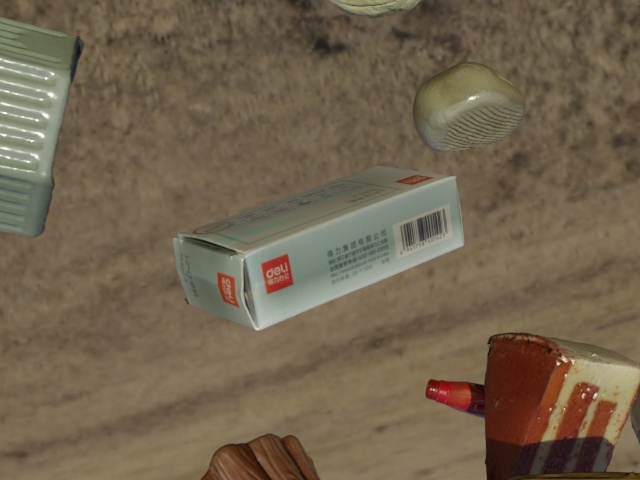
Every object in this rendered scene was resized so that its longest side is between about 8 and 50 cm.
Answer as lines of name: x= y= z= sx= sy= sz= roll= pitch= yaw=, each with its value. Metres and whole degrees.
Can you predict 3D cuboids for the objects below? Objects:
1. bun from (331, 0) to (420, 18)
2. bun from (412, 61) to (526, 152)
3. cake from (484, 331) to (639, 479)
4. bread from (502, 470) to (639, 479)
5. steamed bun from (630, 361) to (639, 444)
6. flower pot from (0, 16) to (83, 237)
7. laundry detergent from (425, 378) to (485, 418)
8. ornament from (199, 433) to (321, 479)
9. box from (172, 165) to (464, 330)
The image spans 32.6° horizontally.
bun: x=0.049 y=-0.409 z=1.598 sx=0.134 sy=0.220 sz=0.220 roll=-44 pitch=155 yaw=11
bun: x=0.218 y=-0.208 z=1.645 sx=0.166 sy=0.114 sz=0.173 roll=-21 pitch=158 yaw=9
cake: x=0.312 y=0.244 z=1.377 sx=0.158 sy=0.262 sz=0.159 roll=8 pitch=163 yaw=-22
bread: x=0.299 y=0.328 z=1.174 sx=0.241 sy=0.136 sz=0.107 roll=-6 pitch=144 yaw=18
steamed bun: x=0.766 y=0.322 z=2.119 sx=0.324 sy=0.324 sz=0.206 roll=-3 pitch=156 yaw=-31
flower pot: x=-0.378 y=-0.134 z=1.207 sx=0.189 sy=0.239 sz=0.209 roll=12 pitch=116 yaw=-16
laundry detergent: x=0.227 y=0.224 z=1.517 sx=0.165 sy=0.049 sz=0.097 roll=12 pitch=167 yaw=7
ornament: x=-0.061 y=0.434 z=1.629 sx=0.221 sy=0.217 sz=0.235 roll=-44 pitch=136 yaw=-5
box: x=0.000 y=0.000 z=1.074 sx=0.269 sy=0.079 sz=0.135 roll=-21 pitch=-161 yaw=-33
